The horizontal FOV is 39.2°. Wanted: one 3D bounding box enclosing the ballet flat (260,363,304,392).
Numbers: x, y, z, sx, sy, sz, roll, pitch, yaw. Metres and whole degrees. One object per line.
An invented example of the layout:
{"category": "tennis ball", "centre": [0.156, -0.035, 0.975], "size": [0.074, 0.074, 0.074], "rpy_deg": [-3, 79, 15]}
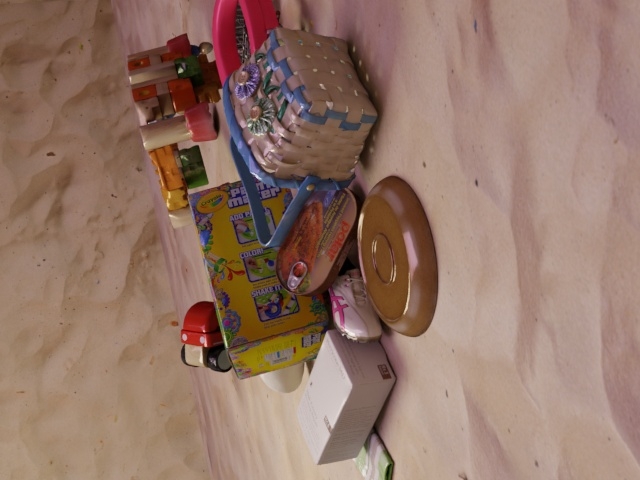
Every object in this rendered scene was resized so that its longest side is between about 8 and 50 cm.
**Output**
{"category": "ballet flat", "centre": [-0.098, 0.103, 1.811], "size": [0.139, 0.139, 0.400], "rpy_deg": [125, 134, -65]}

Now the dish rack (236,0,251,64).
{"category": "dish rack", "centre": [-0.149, -0.434, 1.797], "size": [0.271, 0.074, 0.208], "rpy_deg": [-123, 29, -48]}

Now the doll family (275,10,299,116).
{"category": "doll family", "centre": [-0.064, -0.315, 1.592], "size": [0.111, 0.076, 0.193], "rpy_deg": [-111, 27, -46]}

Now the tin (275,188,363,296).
{"category": "tin", "centre": [0.000, 0.000, 1.424], "size": [0.106, 0.040, 0.189], "rpy_deg": [29, 92, 38]}

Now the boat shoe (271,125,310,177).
{"category": "boat shoe", "centre": [-0.058, -0.156, 1.598], "size": [0.258, 0.095, 0.084], "rpy_deg": [-128, 39, -58]}

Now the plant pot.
{"category": "plant pot", "centre": [0.102, 0.026, 1.299], "size": [0.236, 0.032, 0.236], "rpy_deg": [171, 90, -73]}

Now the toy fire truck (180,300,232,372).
{"category": "toy fire truck", "centre": [-0.182, 0.149, 1.954], "size": [0.159, 0.217, 0.246], "rpy_deg": [2, 96, 42]}

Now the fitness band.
{"category": "fitness band", "centre": [-0.135, -0.355, 1.604], "size": [0.209, 0.054, 0.290], "rpy_deg": [117, 144, -52]}

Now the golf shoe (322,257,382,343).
{"category": "golf shoe", "centre": [0.048, 0.090, 1.430], "size": [0.186, 0.068, 0.086], "rpy_deg": [-123, 32, -52]}

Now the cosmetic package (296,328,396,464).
{"category": "cosmetic package", "centre": [0.036, 0.256, 1.476], "size": [0.231, 0.086, 0.117], "rpy_deg": [106, 148, -42]}

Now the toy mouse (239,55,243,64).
{"category": "toy mouse", "centre": [-0.165, -0.344, 1.938], "size": [0.143, 0.031, 0.161], "rpy_deg": [-169, 72, -71]}

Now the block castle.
{"category": "block castle", "centre": [-0.298, -0.269, 2.095], "size": [0.453, 0.213, 0.303], "rpy_deg": [-112, 8, -52]}

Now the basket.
{"category": "basket", "centre": [-0.055, -0.168, 1.394], "size": [0.289, 0.201, 0.254], "rpy_deg": [-60, 41, 41]}

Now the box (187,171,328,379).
{"category": "box", "centre": [-0.108, 0.071, 1.607], "size": [0.290, 0.177, 0.279], "rpy_deg": [93, 160, -72]}

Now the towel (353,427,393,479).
{"category": "towel", "centre": [0.080, 0.365, 1.527], "size": [0.152, 0.023, 0.113], "rpy_deg": [-124, 31, -53]}
